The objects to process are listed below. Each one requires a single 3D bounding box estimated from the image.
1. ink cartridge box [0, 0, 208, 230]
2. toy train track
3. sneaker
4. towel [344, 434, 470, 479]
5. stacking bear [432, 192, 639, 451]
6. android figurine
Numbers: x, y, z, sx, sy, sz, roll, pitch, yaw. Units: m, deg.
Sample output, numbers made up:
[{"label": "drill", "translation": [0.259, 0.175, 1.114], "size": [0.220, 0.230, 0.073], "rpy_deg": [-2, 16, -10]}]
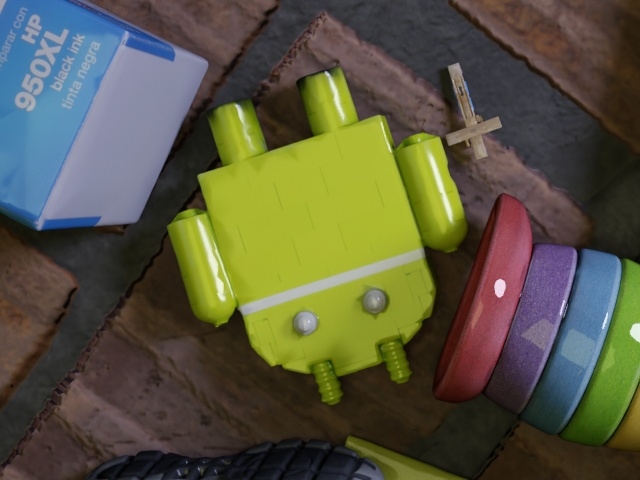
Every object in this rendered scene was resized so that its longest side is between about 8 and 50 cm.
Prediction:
[{"label": "ink cartridge box", "translation": [-0.321, -0.164, 1.328], "size": [0.395, 0.285, 0.166], "rpy_deg": [26, 95, 6]}, {"label": "toy train track", "translation": [0.125, -0.108, 1.399], "size": [0.048, 0.014, 0.083], "rpy_deg": [-18, 84, 17]}, {"label": "sneaker", "translation": [-0.070, 0.233, 1.416], "size": [0.267, 0.101, 0.106], "rpy_deg": [-5, 103, 18]}, {"label": "towel", "translation": [0.118, 0.253, 1.417], "size": [0.237, 0.021, 0.102], "rpy_deg": [20, 90, 8]}, {"label": "stacking bear", "translation": [0.251, 0.097, 1.321], "size": [0.289, 0.164, 0.175], "rpy_deg": [19, 102, 2]}, {"label": "android figurine", "translation": [0.000, 0.000, 1.404], "size": [0.248, 0.056, 0.273], "rpy_deg": [-16, 89, 9]}]
